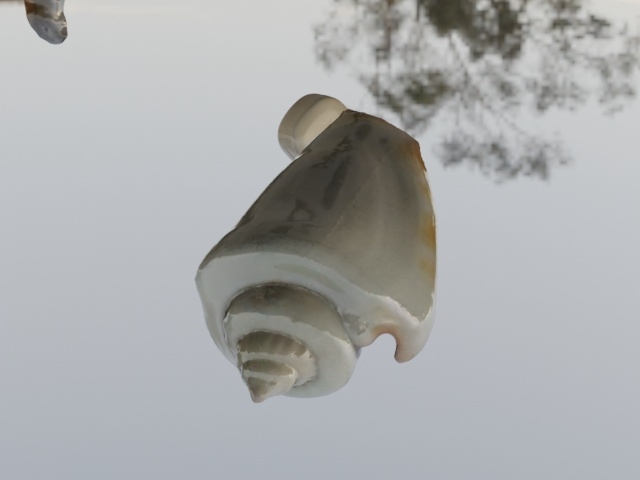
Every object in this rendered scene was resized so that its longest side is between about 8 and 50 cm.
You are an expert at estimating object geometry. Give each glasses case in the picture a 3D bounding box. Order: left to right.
[{"bbox_3d":[0.032,-0.083,1.500,0.083,0.196,0.050,-51,-146,-12],"label":"glasses case"}]

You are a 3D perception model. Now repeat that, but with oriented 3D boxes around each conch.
[{"bbox_3d":[0.006,0.009,0.658,0.104,0.094,0.176,-11,-152,35],"label":"conch"}]

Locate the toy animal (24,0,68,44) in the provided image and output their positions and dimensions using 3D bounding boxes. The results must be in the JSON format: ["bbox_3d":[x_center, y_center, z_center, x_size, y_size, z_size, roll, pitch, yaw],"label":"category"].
[{"bbox_3d":[-0.335,-0.394,1.527,0.302,0.284,0.225,25,-164,0],"label":"toy animal"}]
